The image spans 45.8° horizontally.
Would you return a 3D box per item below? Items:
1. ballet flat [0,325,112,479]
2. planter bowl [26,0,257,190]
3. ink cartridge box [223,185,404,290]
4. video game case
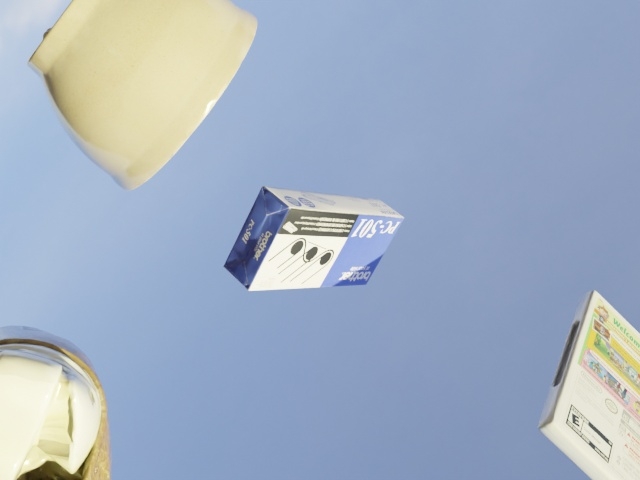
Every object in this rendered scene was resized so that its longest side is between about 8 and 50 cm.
[{"bbox_3d":[-0.161,0.132,0.352,0.342,0.116,0.124,-90,-159,-55],"label":"ballet flat"},{"bbox_3d":[-0.139,-0.132,0.547,0.162,0.109,0.162,-41,-153,26],"label":"planter bowl"},{"bbox_3d":[0.000,0.000,0.810,0.046,0.207,0.097,40,-68,31],"label":"ink cartridge box"},{"bbox_3d":[0.313,0.180,0.738,0.023,0.212,0.193,-42,-173,45],"label":"video game case"}]
